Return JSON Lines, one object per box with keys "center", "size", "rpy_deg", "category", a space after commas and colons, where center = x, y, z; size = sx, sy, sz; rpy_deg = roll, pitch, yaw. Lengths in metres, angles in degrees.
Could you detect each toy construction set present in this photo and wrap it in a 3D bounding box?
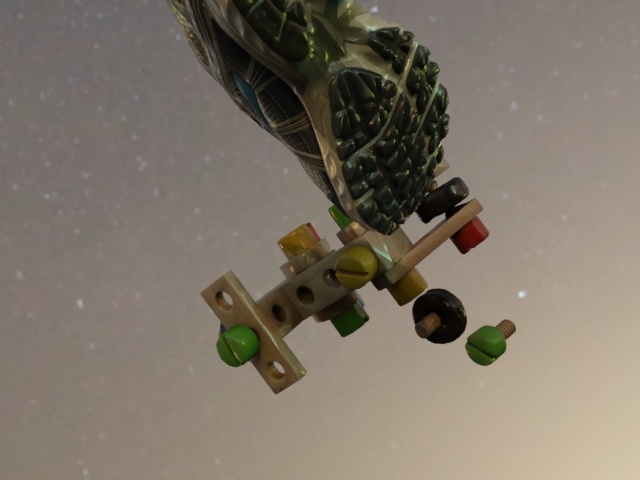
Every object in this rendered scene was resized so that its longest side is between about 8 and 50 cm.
{"center": [0.000, 0.000, 1.078], "size": [0.257, 0.308, 0.237], "rpy_deg": [1, 22, 41], "category": "toy construction set"}

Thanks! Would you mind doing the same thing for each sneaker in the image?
{"center": [-0.013, -0.117, 0.731], "size": [0.122, 0.110, 0.283], "rpy_deg": [18, -29, 43], "category": "sneaker"}
